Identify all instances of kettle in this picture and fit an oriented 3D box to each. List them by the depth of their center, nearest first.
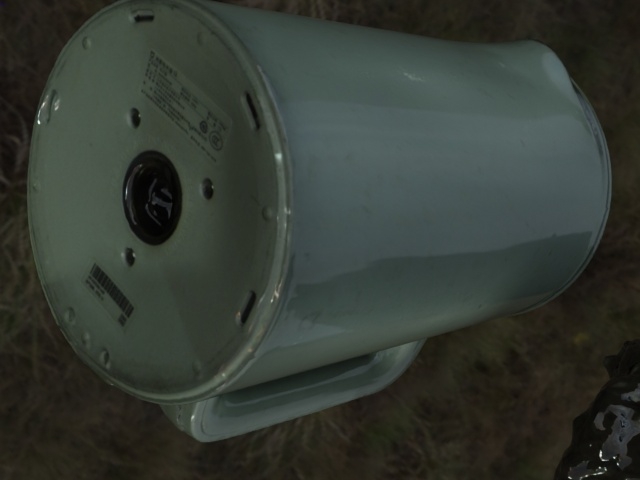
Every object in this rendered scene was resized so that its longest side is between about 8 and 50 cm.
[{"bbox_3d":[0.012,-0.002,0.662,0.318,0.205,0.265,-8,100,-49],"label":"kettle"}]

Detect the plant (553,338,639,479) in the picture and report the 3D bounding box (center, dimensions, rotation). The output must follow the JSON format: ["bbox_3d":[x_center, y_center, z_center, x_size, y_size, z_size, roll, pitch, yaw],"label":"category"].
[{"bbox_3d":[0.259,0.184,0.726,0.178,0.234,0.204,-31,151,-52],"label":"plant"}]
